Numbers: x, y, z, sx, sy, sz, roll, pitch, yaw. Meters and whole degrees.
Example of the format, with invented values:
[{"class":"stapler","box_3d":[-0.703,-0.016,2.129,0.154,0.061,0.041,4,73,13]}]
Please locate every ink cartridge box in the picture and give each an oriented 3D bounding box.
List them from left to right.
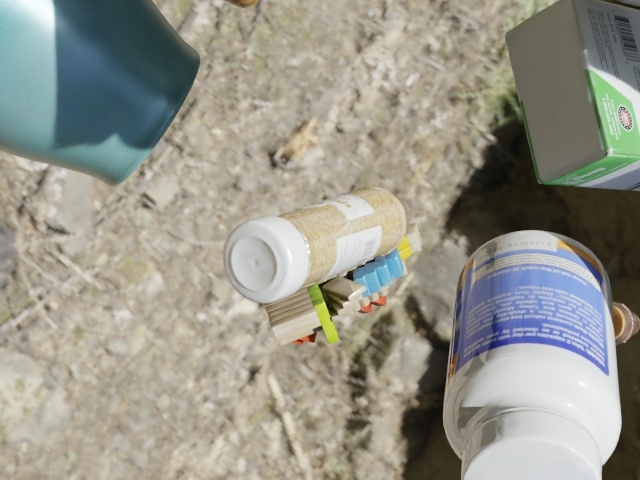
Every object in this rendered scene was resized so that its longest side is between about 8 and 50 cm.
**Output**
[{"class":"ink cartridge box","box_3d":[0.283,-0.128,1.089,0.208,0.153,0.087,2,161,-39]}]

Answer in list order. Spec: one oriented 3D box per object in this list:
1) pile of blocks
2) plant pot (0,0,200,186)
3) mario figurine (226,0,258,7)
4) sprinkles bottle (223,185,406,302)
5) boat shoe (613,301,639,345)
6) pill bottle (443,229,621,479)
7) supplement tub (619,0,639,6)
[{"class":"pile of blocks","box_3d":[0.065,0.105,2.150,0.362,0.149,0.112,-32,117,-22]},{"class":"plant pot","box_3d":[-0.281,-0.201,1.287,0.255,0.271,0.271,33,93,-20]},{"class":"mario figurine","box_3d":[-0.120,-0.499,1.741,0.170,0.198,0.320,-19,141,0]},{"class":"sprinkles bottle","box_3d":[0.000,0.000,1.798,0.355,0.121,0.121,-19,133,-57]},{"class":"boat shoe","box_3d":[0.299,0.107,1.495,0.073,0.207,0.073,2,90,-55]},{"class":"pill bottle","box_3d":[0.188,0.123,1.051,0.272,0.152,0.152,-73,170,-55]},{"class":"supplement tub","box_3d":[0.281,-0.288,0.866,0.331,0.241,0.241,-16,131,-60]}]
